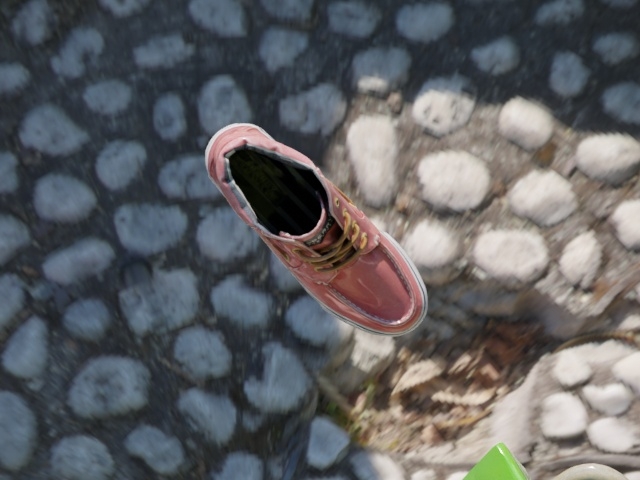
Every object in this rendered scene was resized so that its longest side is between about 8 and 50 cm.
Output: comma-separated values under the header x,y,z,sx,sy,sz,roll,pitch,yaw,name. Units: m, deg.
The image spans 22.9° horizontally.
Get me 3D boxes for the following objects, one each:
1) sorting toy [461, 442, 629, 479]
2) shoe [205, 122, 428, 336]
x,y,z,sx,sy,sz,roll,pitch,yaw,name
0.090,0.199,0.772,0.196,0.348,0.047,-34,55,7,sorting toy
0.000,0.000,0.968,0.178,0.081,0.063,44,92,-11,shoe
